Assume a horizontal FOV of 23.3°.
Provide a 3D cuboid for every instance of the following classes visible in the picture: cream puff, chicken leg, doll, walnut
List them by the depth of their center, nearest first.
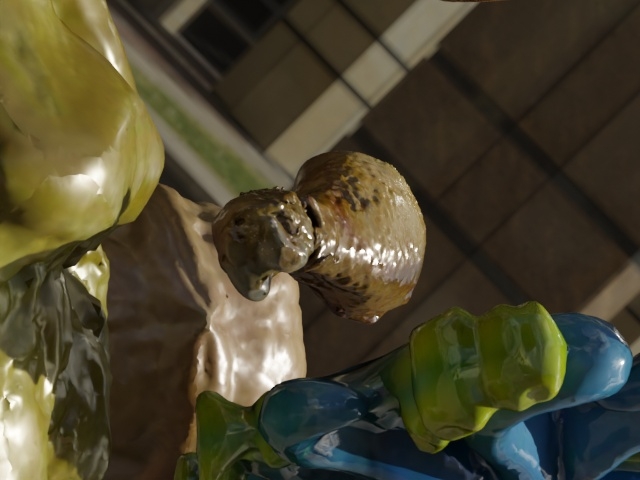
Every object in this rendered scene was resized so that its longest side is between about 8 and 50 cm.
[{"bbox_3d":[-0.179,-0.031,0.596,0.323,0.274,0.270,54,22,10],"label":"cream puff"},{"bbox_3d":[0.087,0.109,0.691,0.341,0.346,0.099,19,58,-50],"label":"doll"},{"bbox_3d":[0.002,-0.002,0.944,0.107,0.087,0.251,59,16,9],"label":"chicken leg"},{"bbox_3d":[-0.162,0.097,1.294,0.306,0.306,0.344,44,-30,-15],"label":"walnut"}]
